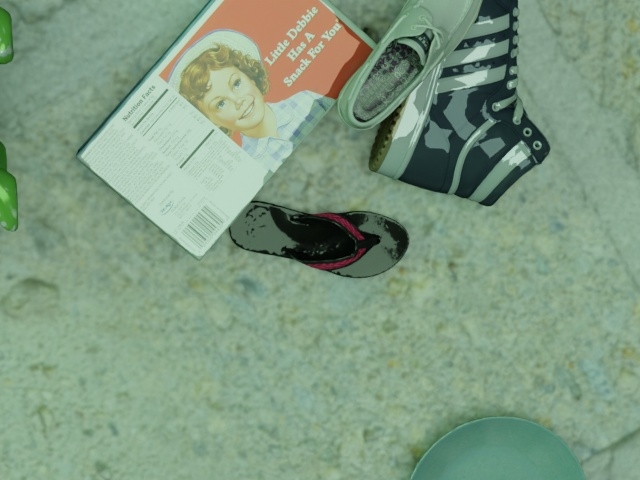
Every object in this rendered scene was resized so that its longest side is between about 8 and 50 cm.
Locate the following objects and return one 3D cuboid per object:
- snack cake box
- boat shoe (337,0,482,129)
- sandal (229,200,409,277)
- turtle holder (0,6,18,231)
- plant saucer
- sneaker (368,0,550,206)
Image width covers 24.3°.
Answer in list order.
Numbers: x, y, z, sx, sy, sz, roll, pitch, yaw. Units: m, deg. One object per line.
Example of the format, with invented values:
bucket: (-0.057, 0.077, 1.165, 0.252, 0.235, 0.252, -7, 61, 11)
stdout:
snack cake box: (-0.088, -0.131, 1.393, 0.152, 0.089, 0.264, 41, 89, -10)
boat shoe: (0.083, -0.175, 1.334, 0.184, 0.063, 0.066, -44, 102, 3)
sandal: (0.000, 0.000, 1.447, 0.179, 0.040, 0.067, 8, 95, -10)
turtle holder: (-0.378, -0.142, 1.251, 0.228, 0.243, 0.320, -3, 123, -14)
plant saucer: (0.175, 0.270, 1.510, 0.195, 0.037, 0.194, -1, 96, -9)
sneaker: (0.169, -0.169, 1.422, 0.153, 0.099, 0.282, 23, 100, -6)
